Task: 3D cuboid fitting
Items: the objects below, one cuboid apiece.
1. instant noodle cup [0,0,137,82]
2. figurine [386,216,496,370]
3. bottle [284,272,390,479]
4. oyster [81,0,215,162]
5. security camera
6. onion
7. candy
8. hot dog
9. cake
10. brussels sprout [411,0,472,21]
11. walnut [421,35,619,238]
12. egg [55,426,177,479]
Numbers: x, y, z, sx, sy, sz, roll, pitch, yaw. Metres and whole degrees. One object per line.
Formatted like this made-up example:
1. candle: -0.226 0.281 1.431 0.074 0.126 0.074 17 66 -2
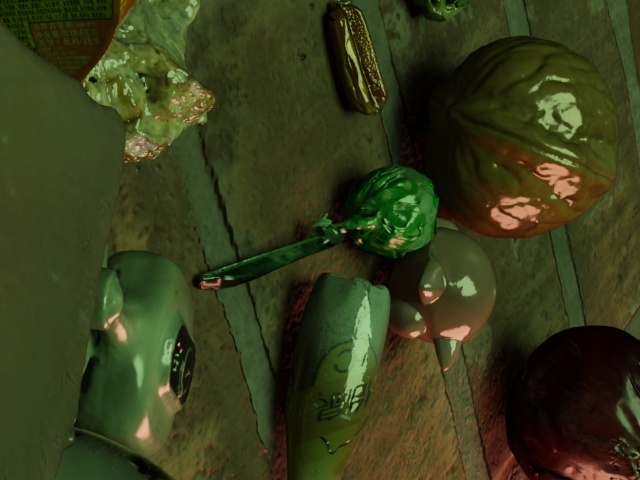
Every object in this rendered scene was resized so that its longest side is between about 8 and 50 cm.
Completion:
1. instant noodle cup: -0.171 -0.222 0.989 0.185 0.168 0.168 -57 135 -49
2. figurine: 0.121 0.049 1.461 0.138 0.125 0.125 -73 146 -49
3. bottle: 0.003 0.166 1.307 0.083 0.083 0.270 24 76 -54
4. oyster: -0.142 -0.144 1.091 0.163 0.081 0.191 38 56 -45
5. security camera: -0.144 0.062 0.980 0.301 0.080 0.157 78 22 -70
6. onion: 0.339 0.220 1.706 0.221 0.281 0.281 -45 136 -1
7. candy: 0.001 -0.002 1.319 0.323 0.097 0.097 -22 108 -47
8. hot dog: 0.033 -0.180 1.396 0.049 0.037 0.122 -30 109 -40
9. cake: -0.270 0.011 0.758 0.230 0.237 0.309 33 60 -53
10. brussels sprout: 0.126 -0.265 1.505 0.085 0.085 0.058 29 80 -53
11. walnut: 0.210 -0.110 1.511 0.228 0.228 0.228 0 90 -57
12. egg: -0.160 0.279 0.901 0.201 0.337 0.337 25 67 -80
